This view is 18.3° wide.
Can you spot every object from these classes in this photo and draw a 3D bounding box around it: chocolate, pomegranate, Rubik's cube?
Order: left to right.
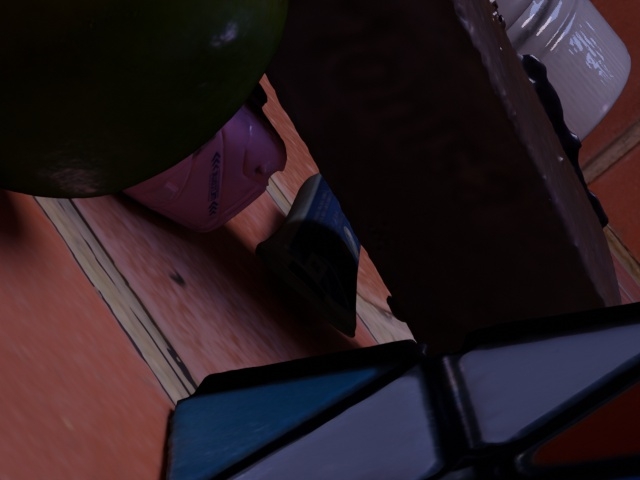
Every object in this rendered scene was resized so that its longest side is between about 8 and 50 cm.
[{"bbox_3d":[-0.097,-0.085,0.572,0.152,0.131,0.191,57,33,8],"label":"pomegranate"},{"bbox_3d":[0.030,-0.072,0.802,0.321,0.112,0.112,61,8,-29],"label":"chocolate"},{"bbox_3d":[0.118,0.098,0.477,0.250,0.234,0.284,49,9,-7],"label":"Rubik's cube"}]

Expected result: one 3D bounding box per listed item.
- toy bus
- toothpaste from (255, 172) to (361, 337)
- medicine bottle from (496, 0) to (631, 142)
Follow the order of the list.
[{"bbox_3d":[-0.091,-0.097,0.792,0.203,0.063,0.090,55,11,26],"label":"toy bus"},{"bbox_3d":[0.000,0.000,0.922,0.057,0.035,0.197,44,13,-7],"label":"toothpaste"},{"bbox_3d":[0.069,-0.208,1.518,0.339,0.208,0.208,47,10,-17],"label":"medicine bottle"}]
